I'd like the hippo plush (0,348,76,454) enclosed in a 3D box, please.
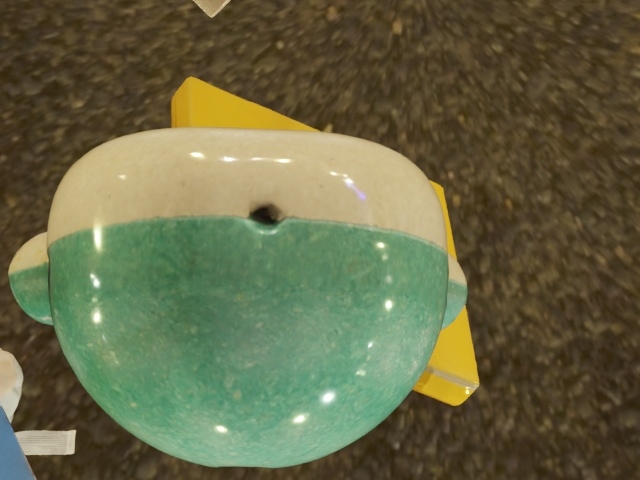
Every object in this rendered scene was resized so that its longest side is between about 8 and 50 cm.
[{"bbox_3d":[-0.418,0.129,1.619,0.234,0.294,0.236,-52,52,31],"label":"hippo plush"}]

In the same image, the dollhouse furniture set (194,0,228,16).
[{"bbox_3d":[-0.091,-0.292,1.318,0.144,0.151,0.123,44,104,-7],"label":"dollhouse furniture set"}]

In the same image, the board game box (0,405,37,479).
[{"bbox_3d":[-0.187,0.131,0.716,0.133,0.033,0.169,-18,112,6],"label":"board game box"}]

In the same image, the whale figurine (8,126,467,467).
[{"bbox_3d":[-0.038,0.042,0.723,0.216,0.272,0.141,2,75,-8],"label":"whale figurine"}]

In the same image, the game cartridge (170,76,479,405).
[{"bbox_3d":[0.000,0.000,1.524,0.323,0.285,0.053,21,130,-25],"label":"game cartridge"}]
